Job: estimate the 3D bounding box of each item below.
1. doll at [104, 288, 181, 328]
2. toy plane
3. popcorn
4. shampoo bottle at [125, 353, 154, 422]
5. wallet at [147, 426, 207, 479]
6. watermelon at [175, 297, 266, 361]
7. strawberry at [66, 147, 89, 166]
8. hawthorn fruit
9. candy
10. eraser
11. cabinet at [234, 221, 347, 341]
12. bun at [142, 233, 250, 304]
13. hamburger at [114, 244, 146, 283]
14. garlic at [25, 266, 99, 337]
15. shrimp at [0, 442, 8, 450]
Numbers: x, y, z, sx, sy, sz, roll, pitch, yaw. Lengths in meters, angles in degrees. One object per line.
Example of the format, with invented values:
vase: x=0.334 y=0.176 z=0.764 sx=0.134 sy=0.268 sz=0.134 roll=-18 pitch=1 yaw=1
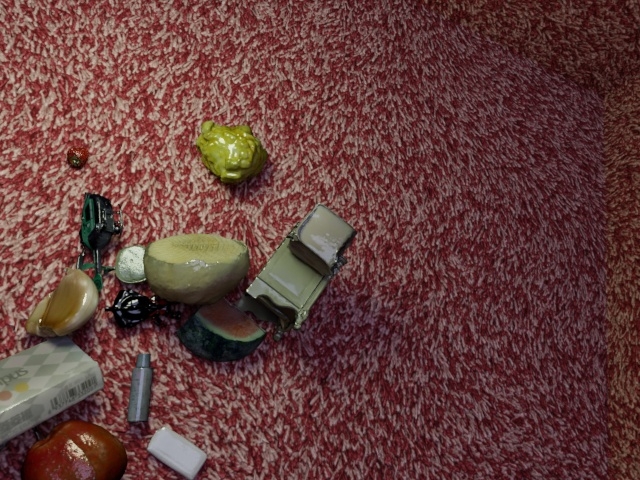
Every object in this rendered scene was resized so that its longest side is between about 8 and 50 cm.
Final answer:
doll: x=-0.598 y=0.232 z=1.707 sx=0.249 sy=0.088 sz=0.127 roll=-2 pitch=50 yaw=-31
toy plane: x=-0.757 y=-0.010 z=1.707 sx=0.106 sy=0.155 sz=0.381 roll=18 pitch=59 yaw=-62
popcorn: x=-0.344 y=-0.347 z=1.937 sx=0.250 sy=0.242 sz=0.235 roll=39 pitch=88 yaw=5
shampoo bottle: x=-0.578 y=0.474 z=1.628 sx=0.072 sy=0.072 sz=0.214 roll=6 pitch=69 yaw=-19
wallet: x=-0.459 y=0.677 z=1.616 sx=0.190 sy=0.033 sz=0.095 roll=38 pitch=60 yaw=-4
watermelon: x=-0.332 y=0.294 z=1.755 sx=0.318 sy=0.148 sz=0.226 roll=7 pitch=61 yaw=-20
strawberry: x=-0.868 y=-0.304 z=1.811 sx=0.073 sy=0.073 sz=0.083 roll=26 pitch=39 yaw=-10
hawthorn fruit: x=-0.711 y=0.611 z=1.420 sx=0.254 sy=0.254 sz=0.300 roll=-39 pitch=96 yaw=-28
candy: x=0.000 y=0.000 z=1.659 sx=0.195 sy=0.137 sz=0.185 roll=37 pitch=64 yaw=-2
eraser: x=-0.841 y=0.424 z=1.419 sx=0.213 sy=0.082 sz=0.397 roll=32 pitch=29 yaw=20
cabinet: x=-0.112 y=0.158 z=1.800 sx=0.227 sy=0.290 sz=0.318 roll=37 pitch=63 yaw=-5
bun: x=-0.416 y=0.106 z=1.701 sx=0.364 sy=0.364 sz=0.202 roll=-5 pitch=108 yaw=-23
hamburger: x=-0.644 y=0.083 z=1.752 sx=0.133 sy=0.062 sz=0.140 roll=1 pitch=73 yaw=-17
garlic: x=-0.794 y=0.204 z=1.600 sx=0.110 sy=0.217 sz=0.228 roll=51 pitch=43 yaw=-49
shrimp: x=-1.035 y=0.432 z=1.427 sx=0.221 sy=0.166 sz=0.410 roll=-29 pitch=97 yaw=-54
